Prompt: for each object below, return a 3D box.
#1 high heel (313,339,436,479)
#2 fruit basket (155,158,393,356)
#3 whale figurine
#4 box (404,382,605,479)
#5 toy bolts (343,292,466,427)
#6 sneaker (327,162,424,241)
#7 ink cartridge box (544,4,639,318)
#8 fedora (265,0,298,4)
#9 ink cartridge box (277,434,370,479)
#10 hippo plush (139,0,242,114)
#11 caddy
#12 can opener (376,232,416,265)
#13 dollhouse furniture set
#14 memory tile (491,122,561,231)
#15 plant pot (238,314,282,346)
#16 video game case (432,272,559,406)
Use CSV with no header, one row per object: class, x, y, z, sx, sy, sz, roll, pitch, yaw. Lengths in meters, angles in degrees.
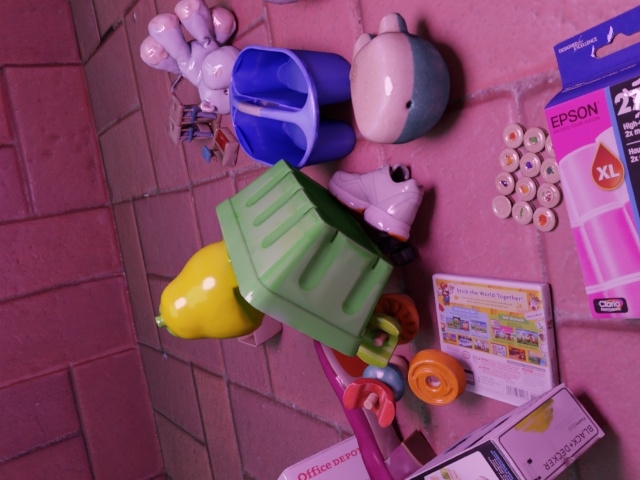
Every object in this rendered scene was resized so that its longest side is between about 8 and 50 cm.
high heel,0.072,0.370,1.256,0.377,0.127,0.181,54,130,25
fruit basket,-0.099,0.070,1.071,0.392,0.282,0.392,-37,35,32
whale figurine,0.125,-0.269,0.992,0.272,0.141,0.216,-110,25,-59
box,0.267,0.335,0.899,0.087,0.169,0.290,57,149,19
toy bolts,0.162,0.227,1.098,0.218,0.158,0.229,28,121,16
sneaker,0.110,-0.097,1.101,0.121,0.099,0.262,-60,35,9
ink cartridge box,0.382,-0.090,0.708,0.175,0.069,0.371,-14,87,57
fedora,-0.064,-0.585,1.112,0.275,0.124,0.244,15,130,41
ink cartridge box,0.062,0.619,1.279,0.307,0.223,0.129,57,143,27
hippo plush,-0.297,-0.415,1.446,0.237,0.234,0.294,58,142,27
caddy,-0.077,-0.275,1.218,0.341,0.179,0.242,27,122,50
can opener,0.110,0.026,1.151,0.186,0.059,0.073,-22,83,56
dollhouse furniture set,-0.320,-0.305,1.613,0.184,0.129,0.129,52,139,35
memory tile,0.305,-0.093,0.862,0.113,0.012,0.148,29,124,49
plant pot,-0.166,0.216,1.595,0.109,0.096,0.109,1,101,56
video game case,0.284,0.162,0.972,0.227,0.026,0.207,3,104,57
